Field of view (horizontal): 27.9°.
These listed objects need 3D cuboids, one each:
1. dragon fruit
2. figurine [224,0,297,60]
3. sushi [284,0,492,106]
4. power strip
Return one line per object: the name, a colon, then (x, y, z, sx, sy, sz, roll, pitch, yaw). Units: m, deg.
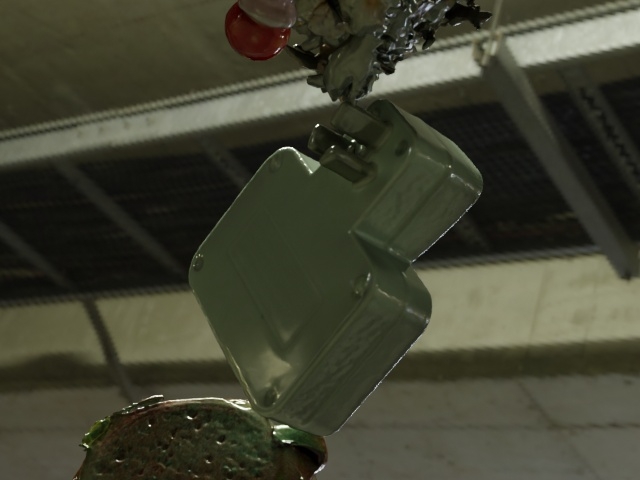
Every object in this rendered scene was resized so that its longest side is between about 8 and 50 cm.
dragon fruit: (-0.134, 0.266, 1.318, 0.295, 0.268, 0.130, -9, -48, 1)
figurine: (-0.029, -0.255, 0.769, 0.186, 0.176, 0.287, 0, -44, -38)
sushi: (0.092, -0.302, 1.067, 0.176, 0.417, 0.417, 36, -28, 14)
power strip: (0.000, 0.000, 1.102, 0.141, 0.229, 0.261, 27, -71, -38)
